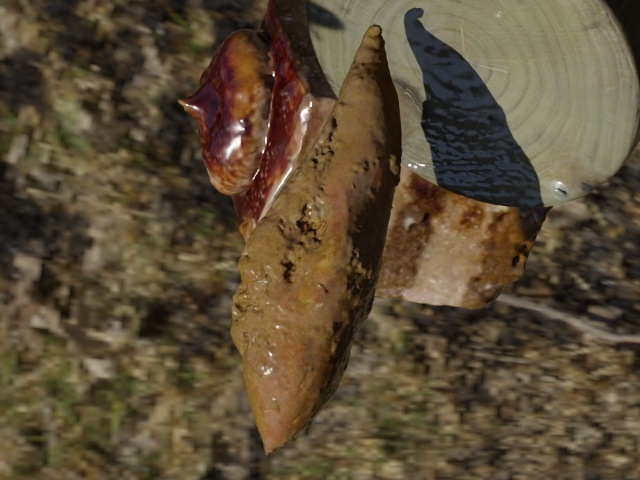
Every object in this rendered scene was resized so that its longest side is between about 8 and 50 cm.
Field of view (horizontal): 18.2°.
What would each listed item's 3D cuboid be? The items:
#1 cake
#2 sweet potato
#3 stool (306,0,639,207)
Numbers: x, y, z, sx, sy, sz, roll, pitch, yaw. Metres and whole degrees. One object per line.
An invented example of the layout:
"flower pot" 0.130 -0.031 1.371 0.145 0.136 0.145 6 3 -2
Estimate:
"cake" 0.030 -0.080 1.646 0.199 0.293 0.196 -106 29 -51
"sweet potato" 0.000 0.000 0.920 0.068 0.060 0.206 19 88 -18
"stool" 0.132 -0.163 1.019 0.179 0.264 0.179 23 140 21
